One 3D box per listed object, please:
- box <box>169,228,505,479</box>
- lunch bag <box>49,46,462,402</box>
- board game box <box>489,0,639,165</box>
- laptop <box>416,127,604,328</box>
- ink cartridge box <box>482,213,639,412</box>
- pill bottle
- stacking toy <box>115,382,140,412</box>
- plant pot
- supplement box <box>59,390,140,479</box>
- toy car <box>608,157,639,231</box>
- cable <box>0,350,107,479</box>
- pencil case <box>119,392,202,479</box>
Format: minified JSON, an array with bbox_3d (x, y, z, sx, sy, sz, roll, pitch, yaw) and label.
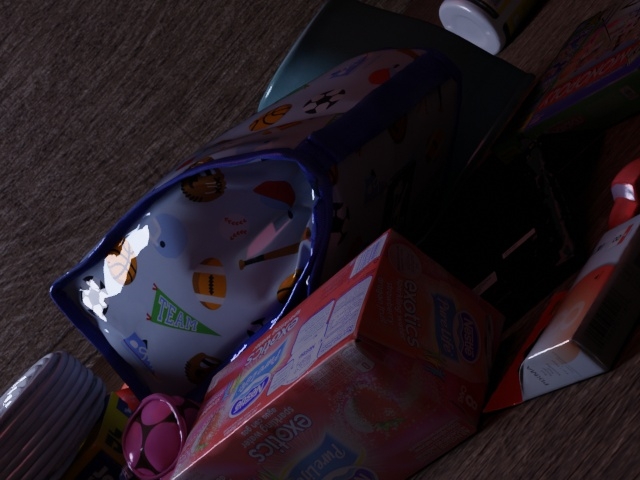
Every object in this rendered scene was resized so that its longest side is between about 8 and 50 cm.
[{"bbox_3d":[0.012,0.148,1.433,0.300,0.142,0.154,-41,17,39],"label":"box"},{"bbox_3d":[-0.037,-0.023,1.647,0.385,0.239,0.328,-43,-2,38],"label":"lunch bag"},{"bbox_3d":[0.326,-0.200,1.717,0.213,0.046,0.317,-52,10,-23],"label":"board game box"},{"bbox_3d":[0.190,0.018,1.570,0.234,0.136,0.264,-44,36,29],"label":"laptop"},{"bbox_3d":[0.198,0.059,1.274,0.145,0.045,0.179,-54,13,-30],"label":"ink cartridge box"},{"bbox_3d":[0.290,-0.401,2.462,0.208,0.119,0.119,-51,10,-18],"label":"pill bottle"},{"bbox_3d":[-0.203,0.192,2.125,0.141,0.141,0.330,-45,0,23],"label":"stacking toy"},{"bbox_3d":[0.076,-0.155,1.877,0.272,0.255,0.271,-55,-3,-4],"label":"plant pot"},{"bbox_3d":[-0.283,0.378,1.737,0.356,0.194,0.195,-48,10,7],"label":"supplement box"},{"bbox_3d":[0.325,-0.113,1.345,0.239,0.053,0.225,-45,10,23],"label":"toy car"},{"bbox_3d":[-0.339,0.233,1.696,0.257,0.089,0.257,-38,14,46],"label":"cable"},{"bbox_3d":[-0.110,0.223,1.603,0.095,0.098,0.209,-46,-35,17],"label":"pencil case"}]
